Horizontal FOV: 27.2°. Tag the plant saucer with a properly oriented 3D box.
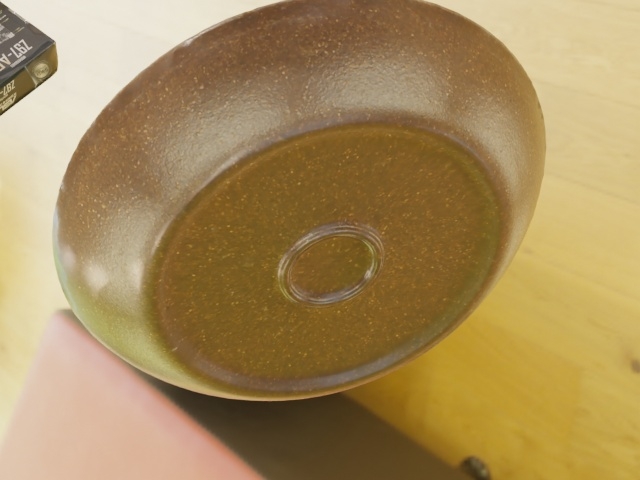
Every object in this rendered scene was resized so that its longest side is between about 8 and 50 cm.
[{"bbox_3d":[0.000,0.000,0.503,0.198,0.199,0.036,-63,34,34],"label":"plant saucer"}]

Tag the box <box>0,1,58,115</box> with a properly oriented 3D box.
[{"bbox_3d":[-0.153,-0.065,0.504,0.067,0.083,0.018,36,150,16],"label":"box"}]
